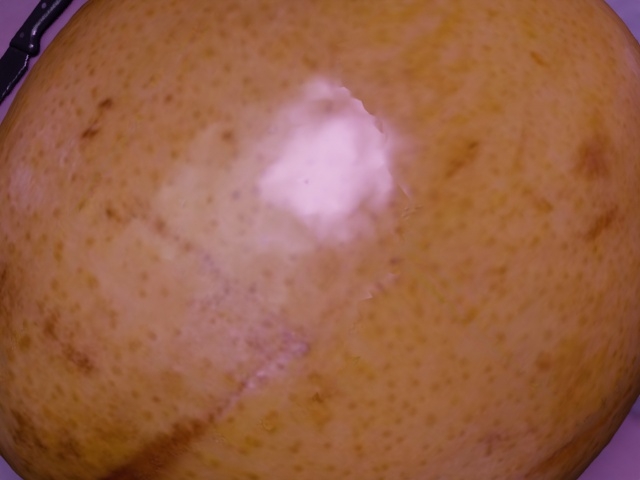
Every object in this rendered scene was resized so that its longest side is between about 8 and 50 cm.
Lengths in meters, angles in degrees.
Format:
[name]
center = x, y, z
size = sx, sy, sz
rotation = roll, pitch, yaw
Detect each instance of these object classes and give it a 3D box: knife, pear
[knife]
center = -0.194, -0.104, 0.794
size = 0.023, 0.010, 0.170
rotation = 44, 100, 28
[pear]
center = 0.000, 0.000, 0.547
size = 0.314, 0.314, 0.314
rotation = -4, 80, 21
